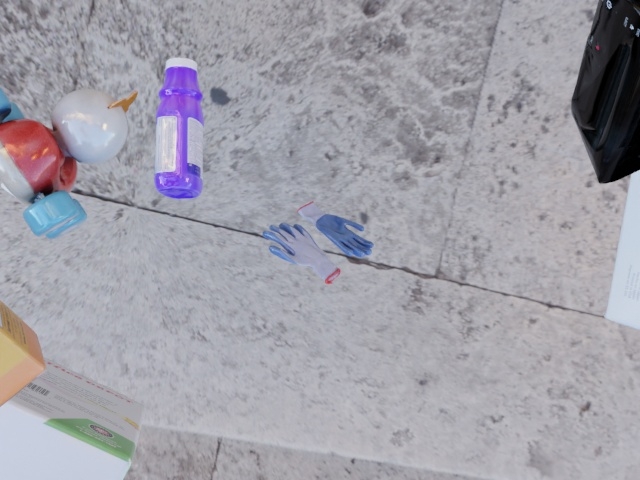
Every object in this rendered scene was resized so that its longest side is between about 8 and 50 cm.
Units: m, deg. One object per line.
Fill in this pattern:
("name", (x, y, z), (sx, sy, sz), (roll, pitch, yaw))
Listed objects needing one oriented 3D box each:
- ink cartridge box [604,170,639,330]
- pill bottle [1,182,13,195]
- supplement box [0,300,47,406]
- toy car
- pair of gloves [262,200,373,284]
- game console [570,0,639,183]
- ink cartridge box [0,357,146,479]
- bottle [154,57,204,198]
("ink cartridge box", (0.371, -0.059, 0.486), (0.130, 0.272, 0.309), (-4, 105, -38))
("pill bottle", (-0.588, -0.149, 1.515), (0.086, 0.086, 0.152), (37, 80, -13))
("supplement box", (-0.333, 0.044, 0.588), (0.078, 0.080, 0.233), (-38, 126, -8))
("toy car", (-0.377, -0.155, 1.104), (0.238, 0.210, 0.219), (-32, 94, -11))
("pair of gloves", (0.000, 0.000, 1.284), (0.159, 0.023, 0.198), (38, 41, 17))
("game console", (0.218, -0.165, 0.273), (0.213, 0.361, 0.044), (-25, 60, -5))
("ink cartridge box", (-0.344, 0.247, 0.918), (0.201, 0.278, 0.117), (28, 85, -9))
("bottle", (-0.291, -0.232, 1.493), (0.092, 0.118, 0.283), (-1, 83, 5))
